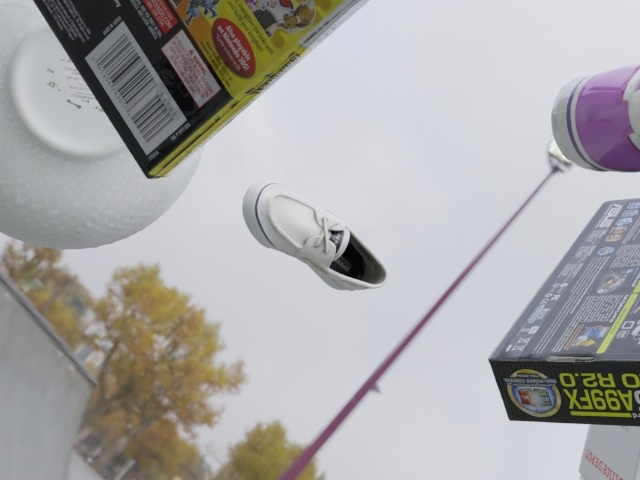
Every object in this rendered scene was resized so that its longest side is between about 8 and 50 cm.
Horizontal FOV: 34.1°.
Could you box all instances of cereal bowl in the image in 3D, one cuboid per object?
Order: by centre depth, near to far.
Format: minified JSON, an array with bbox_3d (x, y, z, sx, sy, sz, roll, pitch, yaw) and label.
[{"bbox_3d":[-0.287,-0.161,1.211,0.339,0.339,0.141,46,-20,-11],"label":"cereal bowl"}]

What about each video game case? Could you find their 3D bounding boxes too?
[{"bbox_3d":[-0.115,-0.229,0.809,0.275,0.248,0.035,57,25,8],"label":"video game case"}]

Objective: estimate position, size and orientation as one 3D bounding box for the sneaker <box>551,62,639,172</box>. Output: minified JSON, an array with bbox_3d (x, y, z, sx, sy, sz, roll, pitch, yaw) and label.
[{"bbox_3d":[0.325,-0.106,0.758,0.161,0.282,0.102,-9,-81,59],"label":"sneaker"}]

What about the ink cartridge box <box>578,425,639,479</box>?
[{"bbox_3d":[0.435,0.181,1.292,0.131,0.306,0.226,11,2,0],"label":"ink cartridge box"}]

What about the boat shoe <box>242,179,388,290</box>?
[{"bbox_3d":[0.000,0.000,1.473,0.088,0.096,0.267,5,-28,43],"label":"boat shoe"}]

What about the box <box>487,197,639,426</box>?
[{"bbox_3d":[0.285,0.044,0.815,0.216,0.270,0.060,-4,-64,38],"label":"box"}]
